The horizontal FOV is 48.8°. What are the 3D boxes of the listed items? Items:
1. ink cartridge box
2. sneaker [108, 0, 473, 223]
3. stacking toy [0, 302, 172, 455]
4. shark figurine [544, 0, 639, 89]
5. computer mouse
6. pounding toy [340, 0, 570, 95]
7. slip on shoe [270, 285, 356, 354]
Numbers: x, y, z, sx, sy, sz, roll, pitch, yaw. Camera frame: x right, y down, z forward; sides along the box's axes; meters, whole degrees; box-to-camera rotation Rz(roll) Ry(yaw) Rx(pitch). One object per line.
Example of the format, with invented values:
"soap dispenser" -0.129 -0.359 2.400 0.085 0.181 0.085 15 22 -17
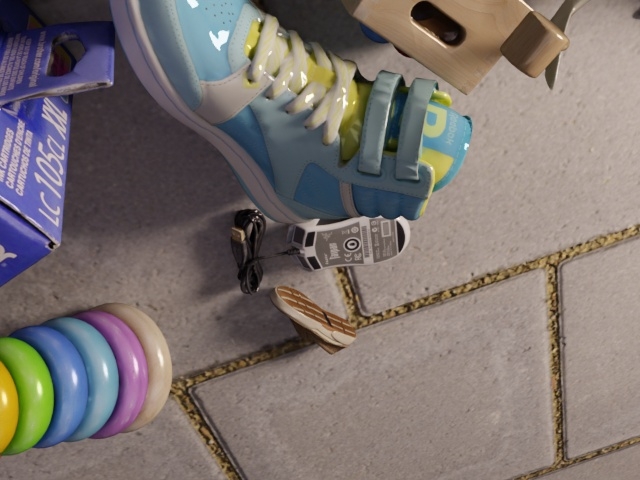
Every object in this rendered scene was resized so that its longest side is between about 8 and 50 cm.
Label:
"ink cartridge box" -0.323 -0.046 0.491 0.395 0.270 0.151 -33 130 13
"sneaker" 0.001 -0.120 0.546 0.208 0.127 0.319 4 155 28
"stacking toy" -0.285 0.138 0.629 0.141 0.141 0.330 -44 162 20
"shark figurine" 0.327 -0.228 0.625 0.278 0.116 0.166 -11 128 -9
"computer mouse" 0.000 0.000 0.765 0.192 0.042 0.106 -8 125 -1
"pounding toy" 0.106 -0.166 0.551 0.181 0.206 0.094 25 118 -31
"slip on shoe" -0.014 0.097 0.834 0.041 0.051 0.135 -44 134 17
